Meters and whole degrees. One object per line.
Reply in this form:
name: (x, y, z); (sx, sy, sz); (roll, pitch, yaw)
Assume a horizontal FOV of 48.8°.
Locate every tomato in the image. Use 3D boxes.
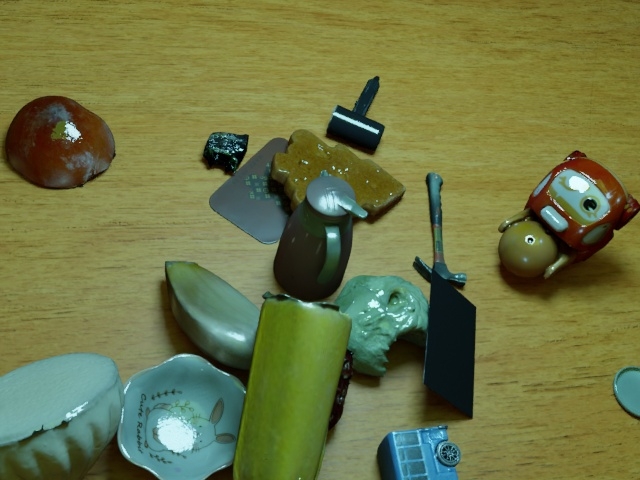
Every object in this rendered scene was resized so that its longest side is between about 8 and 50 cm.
tomato: (-0.546, -0.216, 1.457); (0.228, 0.112, 0.199); (13, 57, 0)

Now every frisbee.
frisbee: (0.641, 0.306, 1.421); (0.110, 0.014, 0.110); (6, 56, -9)

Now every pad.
pad: (-0.101, -0.115, 1.547); (0.181, 0.004, 0.267); (33, 57, 11)
pad: (0.253, 0.196, 1.355); (0.170, 0.006, 0.245); (38, 47, -34)

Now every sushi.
sushi: (-0.210, -0.197, 1.546); (0.083, 0.056, 0.084); (18, 54, 0)

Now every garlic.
garlic: (-0.188, 0.142, 1.293); (0.143, 0.112, 0.318); (-15, 52, -47)

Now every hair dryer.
hair dryer: (0.117, -0.322, 1.701); (0.128, 0.070, 0.255); (25, 51, 4)

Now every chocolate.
chocolate: (-0.067, 0.311, 1.133); (0.162, 0.162, 0.445); (13, 80, -3)

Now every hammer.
hammer: (0.257, -0.031, 1.551); (0.111, 0.033, 0.287); (9, 55, -7)

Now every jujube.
jujube: (0.008, 0.264, 1.257); (0.104, 0.104, 0.166); (28, 68, 7)

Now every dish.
dish: (-0.233, 0.311, 1.192); (0.229, 0.081, 0.229); (8, 54, -11)

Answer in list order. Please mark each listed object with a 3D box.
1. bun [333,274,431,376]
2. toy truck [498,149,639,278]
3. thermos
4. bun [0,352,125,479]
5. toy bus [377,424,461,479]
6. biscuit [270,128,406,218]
bun: (0.121, 0.152, 1.345); (0.204, 0.126, 0.212); (25, 56, 7)
toy truck: (0.500, -0.038, 1.480); (0.239, 0.265, 0.189); (-24, 63, -37)
thermos: (0.000, 0.000, 1.335); (0.146, 0.265, 0.176); (-2, 59, -13)
bun: (-0.421, 0.306, 1.098); (0.263, 0.175, 0.263); (-10, 18, 3)
toy bus: (0.173, 0.440, 1.172); (0.134, 0.116, 0.234); (-1, 55, -12)
biscuit: (0.040, -0.128, 1.548); (0.306, 0.043, 0.284); (11, 44, -13)
